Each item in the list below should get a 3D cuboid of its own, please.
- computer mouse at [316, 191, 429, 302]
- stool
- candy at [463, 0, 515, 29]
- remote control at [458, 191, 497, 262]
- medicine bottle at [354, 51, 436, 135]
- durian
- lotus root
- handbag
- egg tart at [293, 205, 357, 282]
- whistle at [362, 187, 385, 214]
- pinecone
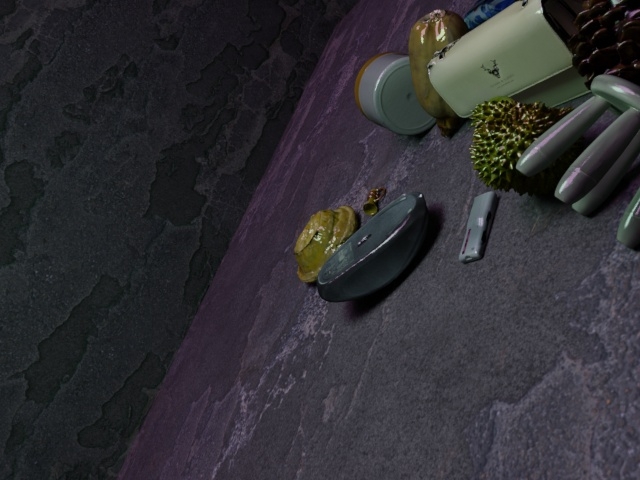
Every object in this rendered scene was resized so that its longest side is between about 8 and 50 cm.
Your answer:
[{"bbox_3d":[0.148,0.032,1.556,0.374,0.114,0.203,-41,21,18],"label":"computer mouse"},{"bbox_3d":[0.457,-0.132,0.961,0.198,0.195,0.195,-52,20,16],"label":"stool"},{"bbox_3d":[0.540,-0.733,1.865,0.187,0.077,0.331,-56,17,-4],"label":"candy"},{"bbox_3d":[0.340,-0.030,1.321,0.065,0.029,0.166,-23,39,56],"label":"remote control"},{"bbox_3d":[0.248,-0.461,1.892,0.238,0.238,0.232,-54,22,9],"label":"medicine bottle"},{"bbox_3d":[0.389,-0.174,1.154,0.200,0.237,0.176,10,95,44],"label":"durian"},{"bbox_3d":[0.331,-0.441,1.620,0.169,0.342,0.151,-1,37,23],"label":"lotus root"},{"bbox_3d":[0.438,-0.399,1.354,0.359,0.237,0.160,-17,42,61],"label":"handbag"},{"bbox_3d":[0.000,0.000,1.951,0.290,0.115,0.290,-48,20,23],"label":"egg tart"},{"bbox_3d":[0.166,-0.133,1.871,0.057,0.046,0.109,-58,8,44],"label":"whistle"},{"bbox_3d":[0.542,-0.339,1.061,0.221,0.221,0.221,-47,22,26],"label":"pinecone"}]
